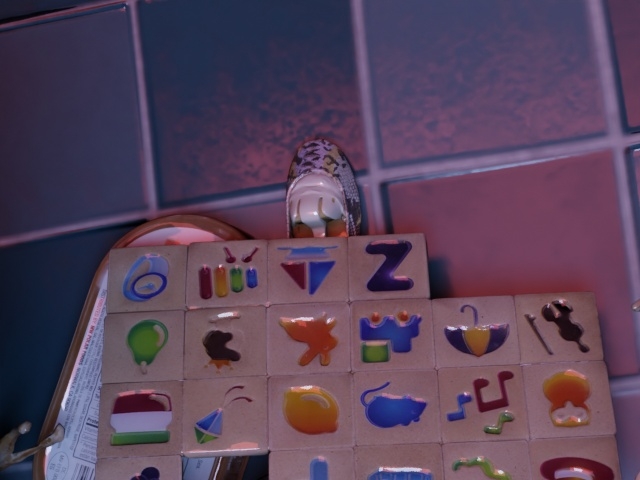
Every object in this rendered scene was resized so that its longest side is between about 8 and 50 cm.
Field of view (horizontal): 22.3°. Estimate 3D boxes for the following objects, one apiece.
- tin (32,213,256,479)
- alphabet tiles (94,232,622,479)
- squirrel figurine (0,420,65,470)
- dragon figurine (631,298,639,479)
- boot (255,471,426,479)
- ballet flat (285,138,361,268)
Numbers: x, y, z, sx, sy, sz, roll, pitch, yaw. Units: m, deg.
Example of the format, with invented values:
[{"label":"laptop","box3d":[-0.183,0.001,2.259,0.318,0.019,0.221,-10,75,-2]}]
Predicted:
[{"label":"tin","box3d":[-0.082,0.078,0.840,0.106,0.040,0.190,16,84,12]},{"label":"alphabet tiles","box3d":[0.015,0.079,0.750,0.237,0.009,0.198,-3,54,1]},{"label":"squirrel figurine","box3d":[-0.227,0.168,0.663,0.281,0.370,0.397,-10,52,1]},{"label":"dragon figurine","box3d":[0.190,0.088,0.743,0.085,0.144,0.289,-1,60,15]},{"label":"boot","box3d":[-0.020,0.216,0.765,0.246,0.094,0.207,-11,81,5]},{"label":"ballet flat","box3d":[0.000,0.000,0.831,0.041,0.041,0.114,-5,78,13]}]
